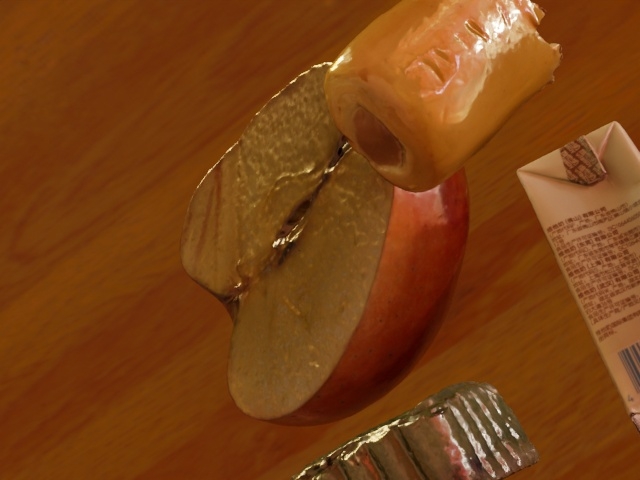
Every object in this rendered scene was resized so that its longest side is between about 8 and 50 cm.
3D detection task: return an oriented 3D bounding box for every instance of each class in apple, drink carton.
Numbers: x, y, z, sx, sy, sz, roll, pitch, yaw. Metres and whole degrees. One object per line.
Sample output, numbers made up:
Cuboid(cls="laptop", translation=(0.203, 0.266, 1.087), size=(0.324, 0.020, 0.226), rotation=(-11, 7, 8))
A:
Cuboid(cls="apple", translation=(0.000, 0.000, 1.446), size=(0.329, 0.295, 0.365), rotation=(38, 117, 6))
Cuboid(cls="drink carton", translation=(0.329, 0.066, 1.335), size=(0.132, 0.194, 0.324), rotation=(-26, 49, 9))

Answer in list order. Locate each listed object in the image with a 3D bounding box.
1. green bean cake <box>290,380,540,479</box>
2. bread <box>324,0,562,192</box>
Cuboid(cls="green bean cake", translation=(0.077, 0.197, 1.143), size=(0.173, 0.181, 0.094), rotation=(-34, 77, 24))
Cuboid(cls="bread", translation=(0.095, -0.125, 1.023), size=(0.134, 0.173, 0.085), rotation=(53, 155, -21))
